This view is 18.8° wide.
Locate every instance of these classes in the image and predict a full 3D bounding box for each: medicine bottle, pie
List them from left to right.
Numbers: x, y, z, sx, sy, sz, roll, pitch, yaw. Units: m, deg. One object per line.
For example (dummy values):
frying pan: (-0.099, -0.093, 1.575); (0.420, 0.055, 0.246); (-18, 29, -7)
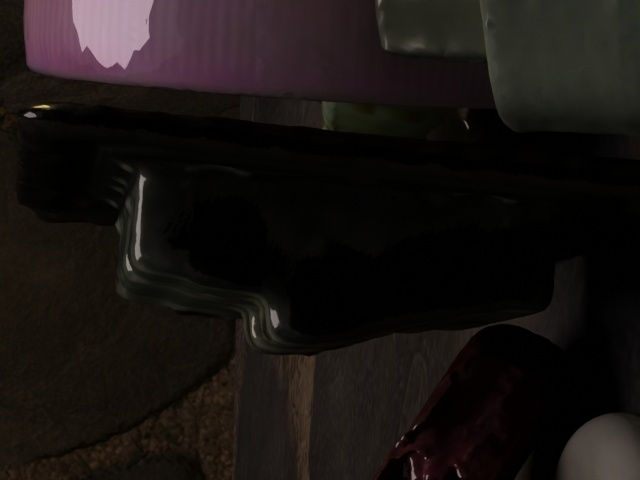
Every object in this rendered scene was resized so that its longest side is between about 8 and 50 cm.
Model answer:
medicine bottle: (0.004, -0.209, 0.677); (0.202, 0.202, 0.316); (-133, 47, -80)
pie: (0.041, 0.127, 0.854); (0.204, 0.054, 0.218); (-58, -9, 2)

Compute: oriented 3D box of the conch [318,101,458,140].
conch: (0.061, -0.118, 0.877); (0.200, 0.131, 0.172); (93, 174, -49)

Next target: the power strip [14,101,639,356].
power strip: (0.002, 0.002, 0.793); (0.257, 0.251, 0.092); (141, 128, -80)

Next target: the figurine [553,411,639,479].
figurine: (0.052, 0.188, 0.747); (0.166, 0.141, 0.250); (136, 137, -81)

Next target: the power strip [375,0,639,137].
power strip: (0.067, -0.160, 0.519); (0.229, 0.141, 0.261); (-40, -53, -54)
